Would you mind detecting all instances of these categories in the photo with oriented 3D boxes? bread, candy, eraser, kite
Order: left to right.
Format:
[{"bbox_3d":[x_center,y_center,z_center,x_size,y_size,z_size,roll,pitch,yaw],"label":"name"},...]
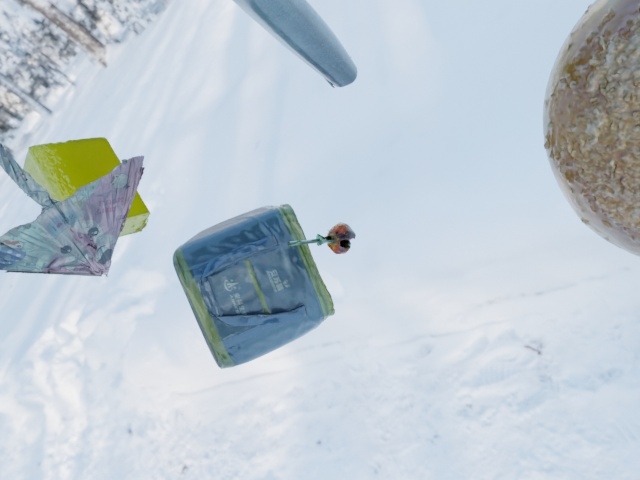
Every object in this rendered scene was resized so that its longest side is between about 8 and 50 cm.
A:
[{"bbox_3d":[-0.178,-0.021,0.403,0.139,0.156,0.011,-38,53,-13],"label":"kite"},{"bbox_3d":[-0.271,-0.057,0.704,0.097,0.122,0.045,-18,-23,-46],"label":"eraser"},{"bbox_3d":[0.000,0.000,0.982,0.049,0.185,0.055,4,95,32],"label":"candy"},{"bbox_3d":[0.303,-0.127,0.538,0.171,0.192,0.313,-49,-32,-60],"label":"bread"}]

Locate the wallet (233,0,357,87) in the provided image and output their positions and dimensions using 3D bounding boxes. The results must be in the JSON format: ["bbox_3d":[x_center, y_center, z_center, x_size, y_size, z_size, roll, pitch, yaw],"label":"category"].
[{"bbox_3d":[-0.094,-0.316,0.718,0.054,0.251,0.290,-48,63,13],"label":"wallet"}]

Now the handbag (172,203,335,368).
[{"bbox_3d":[-0.129,0.083,1.139,0.241,0.262,0.222,-26,2,-10],"label":"handbag"}]
